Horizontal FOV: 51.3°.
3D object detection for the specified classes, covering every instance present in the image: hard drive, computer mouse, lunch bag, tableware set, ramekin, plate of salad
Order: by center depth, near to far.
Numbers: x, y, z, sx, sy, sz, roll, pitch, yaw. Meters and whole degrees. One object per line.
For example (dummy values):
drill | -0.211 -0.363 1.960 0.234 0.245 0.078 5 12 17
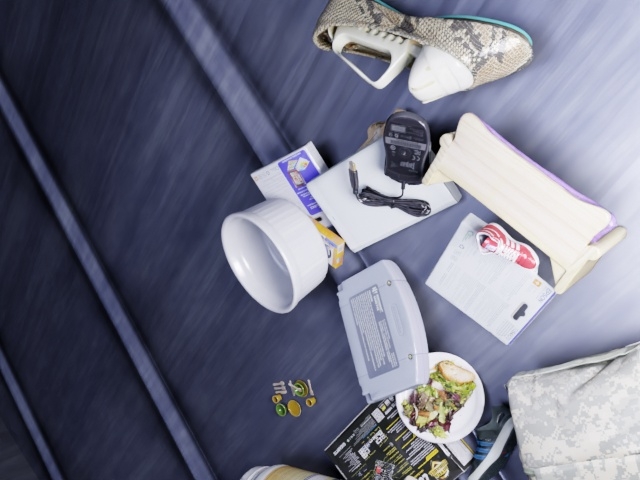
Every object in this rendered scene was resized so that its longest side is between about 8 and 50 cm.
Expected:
lunch bag | 0.514 0.336 1.218 0.305 0.212 0.256 -25 85 39
computer mouse | 0.146 -0.171 1.385 0.184 0.060 0.262 11 136 21
plate of salad | 0.263 0.350 1.487 0.199 0.048 0.200 -5 76 19
hard drive | 0.134 -0.112 1.494 0.307 0.040 0.203 -28 103 40
ramekin | -0.109 0.030 1.654 0.277 0.135 0.277 34 141 33
tableware set | -0.077 0.441 1.847 0.154 0.024 0.104 -15 91 40

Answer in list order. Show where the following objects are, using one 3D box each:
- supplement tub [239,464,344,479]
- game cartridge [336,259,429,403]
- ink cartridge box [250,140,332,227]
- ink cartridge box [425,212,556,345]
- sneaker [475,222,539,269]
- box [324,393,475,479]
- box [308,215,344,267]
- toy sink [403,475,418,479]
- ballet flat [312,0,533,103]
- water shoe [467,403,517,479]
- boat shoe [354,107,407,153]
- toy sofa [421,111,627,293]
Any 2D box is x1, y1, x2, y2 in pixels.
supplement tub | -0.063 0.728 1.772 0.316 0.228 0.228 -1 100 39
game cartridge | 0.146 0.207 1.542 0.198 0.062 0.297 -30 64 36
ink cartridge box | -0.047 -0.118 1.659 0.206 0.045 0.208 -20 106 41
ink cartridge box | 0.345 0.083 1.351 0.224 0.045 0.223 39 143 15
sneaker | 0.330 0.017 1.193 0.118 0.067 0.042 41 128 25
box | 0.183 0.520 1.621 0.257 0.079 0.322 47 125 18
box | 0.000 0.000 1.636 0.136 0.028 0.081 35 142 28
toy sink | 0.245 0.669 1.494 0.234 0.153 0.131 31 124 -8
ballet flat | 0.176 -0.375 1.341 0.482 0.164 0.182 28 79 33
water shoe | 0.374 0.448 1.465 0.080 0.073 0.203 49 122 43
boat shoe | 0.129 -0.235 1.490 0.059 0.063 0.170 46 126 14
toy sofa | 0.389 -0.089 1.256 0.362 0.150 0.177 42 127 24
